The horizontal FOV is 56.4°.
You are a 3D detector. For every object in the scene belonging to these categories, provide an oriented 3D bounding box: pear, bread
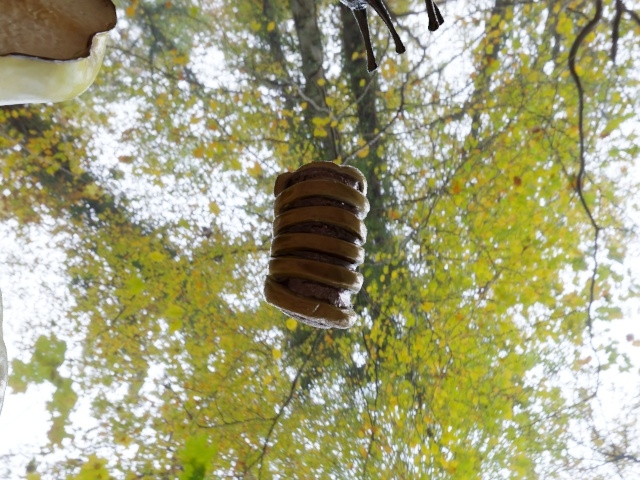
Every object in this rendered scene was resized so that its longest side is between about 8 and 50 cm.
[{"bbox_3d":[-0.504,-0.314,0.838,0.386,0.191,0.340,31,-137,-14],"label":"pear"},{"bbox_3d":[0.000,0.000,0.780,0.134,0.081,0.225,11,-109,-18],"label":"bread"}]

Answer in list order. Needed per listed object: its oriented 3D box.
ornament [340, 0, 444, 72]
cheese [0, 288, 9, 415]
[{"bbox_3d":[0.027,-0.176,0.374,0.073,0.028,0.125,-40,-76,-19],"label":"ornament"},{"bbox_3d":[-0.387,0.069,0.546,0.251,0.173,0.248,25,-78,30],"label":"cheese"}]
